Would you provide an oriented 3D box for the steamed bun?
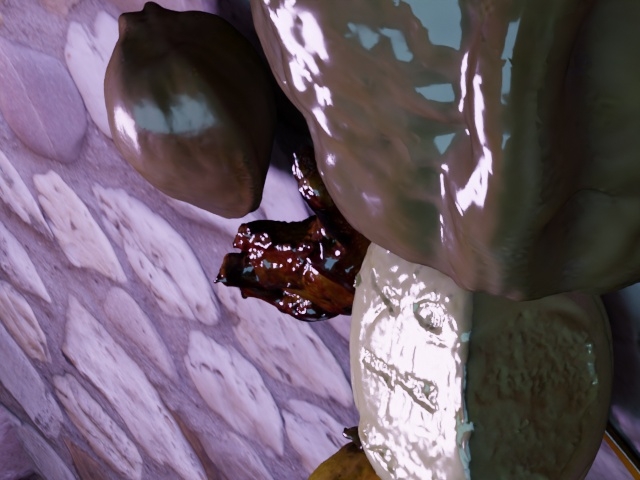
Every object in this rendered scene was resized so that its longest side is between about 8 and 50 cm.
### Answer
[{"bbox_3d":[0.136,0.100,1.246,0.232,0.166,0.272,15,108,63],"label":"steamed bun"}]

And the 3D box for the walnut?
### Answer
[{"bbox_3d":[0.135,-0.144,0.783,0.381,0.381,0.381,41,151,29],"label":"walnut"}]

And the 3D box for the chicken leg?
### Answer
[{"bbox_3d":[0.000,0.000,1.415,0.158,0.095,0.407,23,163,-4],"label":"chicken leg"}]

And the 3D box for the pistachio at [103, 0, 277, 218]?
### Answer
[{"bbox_3d":[-0.120,-0.110,1.457,0.212,0.163,0.260,56,171,33],"label":"pistachio"}]

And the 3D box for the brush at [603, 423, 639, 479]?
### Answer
[{"bbox_3d":[0.251,0.168,1.303,0.170,0.014,0.043,52,156,6],"label":"brush"}]

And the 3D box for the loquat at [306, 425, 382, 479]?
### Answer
[{"bbox_3d":[0.084,0.301,1.524,0.244,0.244,0.244,41,151,29],"label":"loquat"}]
